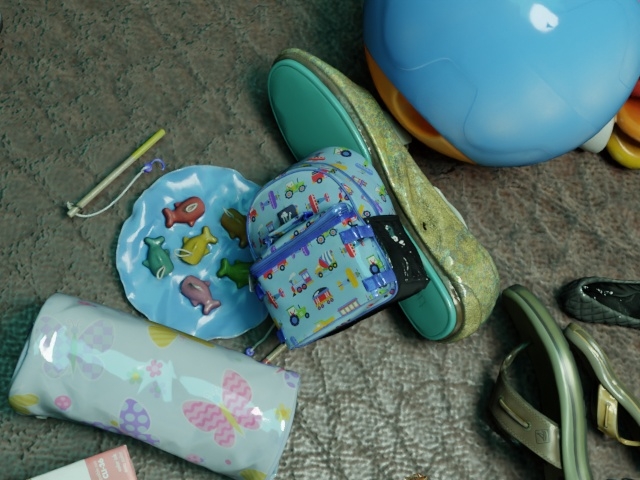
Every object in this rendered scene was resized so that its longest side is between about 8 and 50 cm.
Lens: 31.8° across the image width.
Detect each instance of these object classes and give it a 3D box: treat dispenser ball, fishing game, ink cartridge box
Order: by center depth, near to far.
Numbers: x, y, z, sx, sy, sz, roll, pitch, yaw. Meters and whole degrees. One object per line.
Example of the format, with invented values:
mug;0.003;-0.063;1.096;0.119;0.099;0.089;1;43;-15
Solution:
ink cartridge box;-0.263;0.250;1.015;0.198;0.115;0.067;-18;81;-16
treat dispenser ball;0.185;-0.217;1.137;0.288;0.288;0.288;3;75;-11
fishing game;-0.113;0.010;1.148;0.189;0.041;0.264;-40;89;-19

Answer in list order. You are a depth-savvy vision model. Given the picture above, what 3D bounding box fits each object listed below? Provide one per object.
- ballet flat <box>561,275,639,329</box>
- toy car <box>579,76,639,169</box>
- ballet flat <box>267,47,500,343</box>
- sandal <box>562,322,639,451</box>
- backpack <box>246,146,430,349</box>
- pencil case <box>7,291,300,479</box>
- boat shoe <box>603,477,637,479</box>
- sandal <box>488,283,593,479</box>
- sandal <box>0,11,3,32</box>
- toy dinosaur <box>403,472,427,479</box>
ballet flat;0.346;0.068;1.222;0.173;0.049;0.058;1;76;-11
toy car;0.362;-0.177;1.243;0.159;0.136;0.182;2;75;-11
ballet flat;0.071;-0.056;1.175;0.123;0.123;0.349;-31;83;-17
sandal;0.301;0.170;1.180;0.049;0.072;0.180;-33;83;-2
backpack;0.000;0.000;1.089;0.158;0.117;0.173;-28;81;28
pencil case;-0.156;0.144;1.067;0.273;0.113;0.124;18;91;-6
boat shoe;0.358;0.305;1.075;0.158;0.127;0.341;-45;126;-23
sandal;0.218;0.191;1.134;0.086;0.120;0.303;-8;78;1
sandal;-0.436;-0.171;1.128;0.254;0.054;0.097;-35;78;-8
toy dinosaur;0.039;0.387;1.052;0.218;0.164;0.322;23;53;-20
